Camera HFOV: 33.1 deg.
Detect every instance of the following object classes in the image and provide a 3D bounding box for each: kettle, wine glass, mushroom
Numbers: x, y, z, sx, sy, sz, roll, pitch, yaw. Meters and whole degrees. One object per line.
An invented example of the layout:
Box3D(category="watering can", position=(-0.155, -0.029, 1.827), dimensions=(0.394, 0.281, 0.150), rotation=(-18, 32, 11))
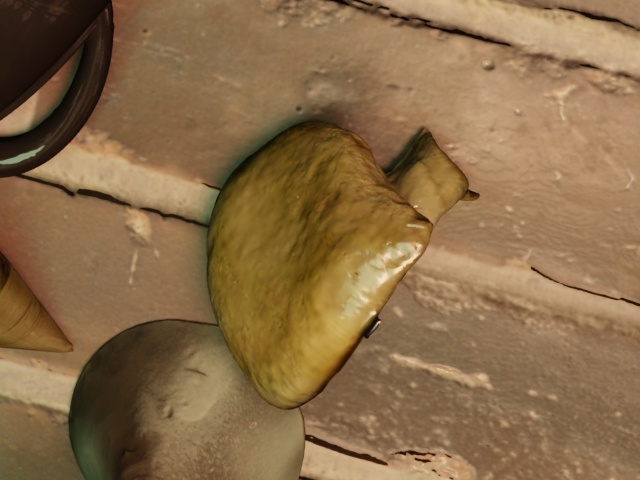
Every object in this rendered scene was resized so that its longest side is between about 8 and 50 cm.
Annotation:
Box3D(category="kettle", position=(-0.330, -0.182, 1.014), dimensions=(0.268, 0.207, 0.290), rotation=(31, 115, -30))
Box3D(category="wine glass", position=(-0.162, 0.252, 0.990), dimensions=(0.267, 0.406, 0.267), rotation=(1, 103, 4))
Box3D(category="mushroom", position=(-0.005, 0.005, 1.002), dimensions=(0.292, 0.217, 0.212), rotation=(-39, 94, 15))

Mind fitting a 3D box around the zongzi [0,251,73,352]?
Box3D(category="zongzi", position=(-0.443, 0.021, 1.122), dimensions=(0.289, 0.317, 0.154), rotation=(22, 73, 36))
